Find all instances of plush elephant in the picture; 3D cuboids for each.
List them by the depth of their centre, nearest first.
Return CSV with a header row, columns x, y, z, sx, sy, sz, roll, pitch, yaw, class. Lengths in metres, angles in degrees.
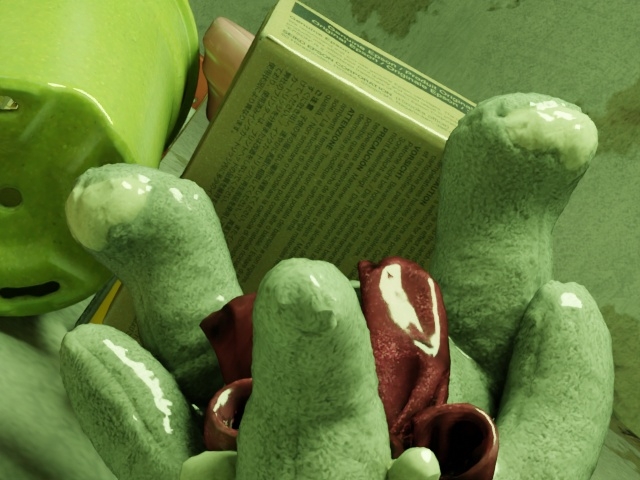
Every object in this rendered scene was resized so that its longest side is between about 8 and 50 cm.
x,y,z,sx,sy,sz,roll,pitch,yaw,class
0.002,0.098,0.406,0.271,0.330,0.255,-2,2,4,plush elephant

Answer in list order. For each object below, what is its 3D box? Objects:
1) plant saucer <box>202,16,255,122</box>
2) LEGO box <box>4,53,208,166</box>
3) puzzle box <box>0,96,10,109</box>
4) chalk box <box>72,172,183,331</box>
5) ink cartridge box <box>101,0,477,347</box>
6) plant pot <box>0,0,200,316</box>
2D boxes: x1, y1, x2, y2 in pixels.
x,y,z,sx,sy,sz,roll,pitch,yaw,class
0.022,-0.072,0.881,0.332,0.084,0.332,35,10,-7,plant saucer
-0.420,-0.322,1.264,0.500,0.193,0.372,44,11,37,LEGO box
-0.388,-0.249,0.762,0.409,0.272,0.052,26,18,-46,puzzle box
-0.060,0.033,0.865,0.179,0.180,0.289,36,10,-2,chalk box
0.000,0.000,0.610,0.193,0.235,0.088,29,29,-10,ink cartridge box
-0.221,-0.087,0.720,0.276,0.276,0.254,32,22,-27,plant pot
